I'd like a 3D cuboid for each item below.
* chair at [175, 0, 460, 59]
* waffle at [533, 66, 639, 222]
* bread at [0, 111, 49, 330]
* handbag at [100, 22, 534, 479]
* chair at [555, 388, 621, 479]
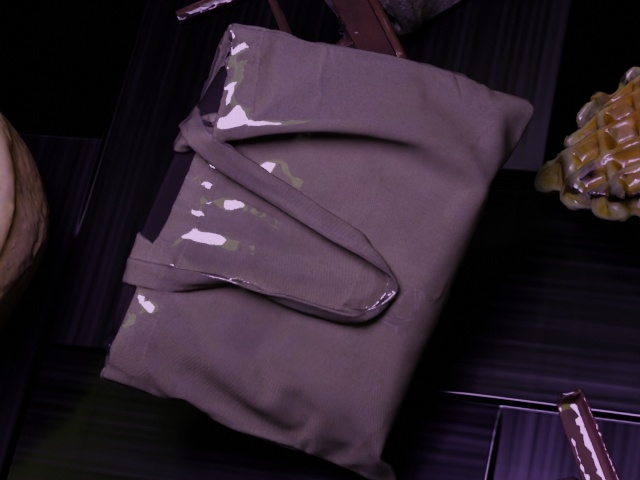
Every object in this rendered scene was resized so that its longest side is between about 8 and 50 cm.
[{"bbox_3d":[0.063,-0.172,1.323,0.319,0.160,0.186,-25,56,3],"label":"chair"},{"bbox_3d":[0.288,-0.089,1.242,0.208,0.054,0.214,-43,34,-18],"label":"waffle"},{"bbox_3d":[-0.384,0.000,1.315,0.320,0.237,0.321,-1,75,2],"label":"bread"},{"bbox_3d":[-0.005,0.002,1.193,0.253,0.109,0.316,20,96,-9],"label":"handbag"},{"bbox_3d":[0.287,0.256,1.043,0.183,0.176,0.326,-13,56,0],"label":"chair"}]
